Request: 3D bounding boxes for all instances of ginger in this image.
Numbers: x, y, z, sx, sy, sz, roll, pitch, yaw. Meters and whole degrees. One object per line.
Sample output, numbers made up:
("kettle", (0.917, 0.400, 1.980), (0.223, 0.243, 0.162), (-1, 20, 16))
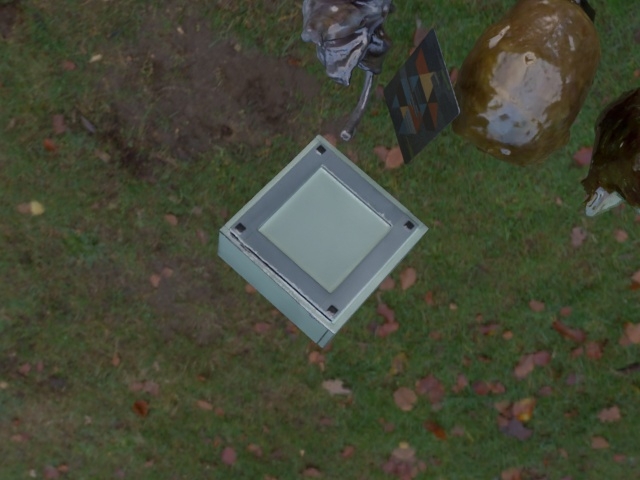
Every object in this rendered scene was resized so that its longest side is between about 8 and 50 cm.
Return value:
("ginger", (0.327, -0.248, 1.262), (0.201, 0.222, 0.269), (13, 152, -14))

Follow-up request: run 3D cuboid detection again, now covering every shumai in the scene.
("shumai", (0.584, -0.099, 1.204), (0.324, 0.397, 0.324), (3, 151, -13))

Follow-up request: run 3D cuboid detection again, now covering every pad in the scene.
("pad", (0.153, -0.219, 1.218), (0.003, 0.142, 0.211), (-10, 167, -19))

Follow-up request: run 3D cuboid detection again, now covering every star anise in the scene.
("star anise", (0.040, -0.369, 1.256), (0.139, 0.316, 0.359), (20, 89, 29))

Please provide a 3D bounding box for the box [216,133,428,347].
("box", (0.000, 0.000, 1.188), (0.225, 0.225, 0.117), (41, 160, 6))
